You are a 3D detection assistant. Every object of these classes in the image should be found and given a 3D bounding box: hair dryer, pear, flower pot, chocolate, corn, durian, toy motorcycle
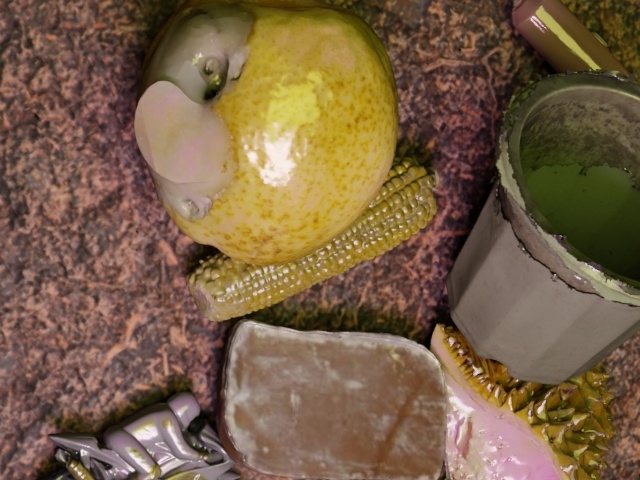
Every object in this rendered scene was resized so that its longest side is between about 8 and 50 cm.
[{"bbox_3d":[0.347,-0.164,1.753,0.352,0.125,0.210,44,80,-12],"label":"hair dryer"},{"bbox_3d":[-0.050,-0.112,1.536,0.271,0.271,0.271,-2,97,-20],"label":"pear"},{"bbox_3d":[0.255,0.006,1.627,0.290,0.259,0.290,13,53,-17],"label":"flower pot"},{"bbox_3d":[0.003,0.172,1.676,0.254,0.080,0.157,8,77,-24],"label":"chocolate"},{"bbox_3d":[0.000,0.000,1.656,0.288,0.086,0.086,-27,104,-15],"label":"corn"},{"bbox_3d":[0.246,0.202,1.764,0.195,0.185,0.305,-22,96,-40],"label":"durian"},{"bbox_3d":[-0.168,0.224,1.623,0.225,0.073,0.152,8,92,-22],"label":"toy motorcycle"}]
